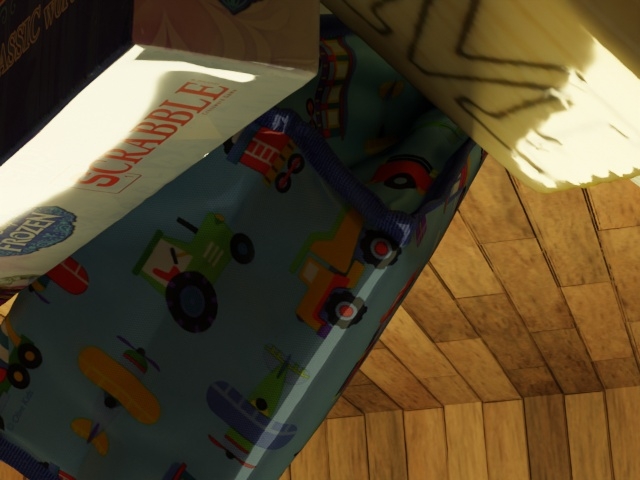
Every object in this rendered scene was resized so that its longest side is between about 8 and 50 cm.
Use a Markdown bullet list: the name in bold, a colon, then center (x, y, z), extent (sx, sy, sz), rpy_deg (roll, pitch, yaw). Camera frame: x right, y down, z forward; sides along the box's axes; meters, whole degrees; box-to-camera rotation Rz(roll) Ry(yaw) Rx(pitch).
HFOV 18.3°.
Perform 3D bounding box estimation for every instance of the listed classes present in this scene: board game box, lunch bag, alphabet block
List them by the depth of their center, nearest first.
- **alphabet block**: center (0.099, -0.153, 0.743), extent (0.197, 0.192, 0.193), rpy_deg (42, 169, -11)
- **board game box**: center (-0.096, -0.163, 0.750), extent (0.066, 0.318, 0.318), rpy_deg (9, 161, -25)
- **lunch bag**: center (0.000, 0.000, 0.930), extent (0.221, 0.138, 0.293), rpy_deg (-57, 166, 28)

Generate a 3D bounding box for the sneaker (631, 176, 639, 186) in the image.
- **sneaker**: center (0.255, -0.097, 1.573), extent (0.118, 0.110, 0.292), rpy_deg (14, 174, 18)

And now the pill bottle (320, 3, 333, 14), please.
- **pill bottle**: center (-0.037, -0.118, 1.130), extent (0.224, 0.224, 0.392), rpy_deg (-4, 165, 2)
